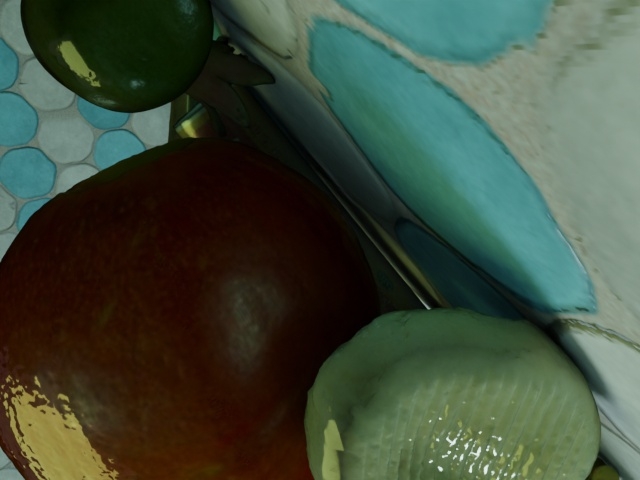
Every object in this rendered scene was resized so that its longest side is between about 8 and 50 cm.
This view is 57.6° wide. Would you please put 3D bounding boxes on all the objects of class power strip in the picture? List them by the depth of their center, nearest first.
[{"bbox_3d":[-0.166,-0.159,0.771,0.064,0.044,0.305,45,-162,-35],"label":"power strip"}]

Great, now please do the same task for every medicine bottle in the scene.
[{"bbox_3d":[0.000,0.000,0.707,0.426,0.108,0.108,49,176,-20],"label":"medicine bottle"}]

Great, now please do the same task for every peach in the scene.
[{"bbox_3d":[-0.113,0.098,0.541,0.289,0.373,0.373,0,138,51],"label":"peach"}]

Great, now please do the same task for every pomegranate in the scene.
[{"bbox_3d":[-0.130,-0.158,0.461,0.191,0.131,0.152,19,-175,-35],"label":"pomegranate"}]

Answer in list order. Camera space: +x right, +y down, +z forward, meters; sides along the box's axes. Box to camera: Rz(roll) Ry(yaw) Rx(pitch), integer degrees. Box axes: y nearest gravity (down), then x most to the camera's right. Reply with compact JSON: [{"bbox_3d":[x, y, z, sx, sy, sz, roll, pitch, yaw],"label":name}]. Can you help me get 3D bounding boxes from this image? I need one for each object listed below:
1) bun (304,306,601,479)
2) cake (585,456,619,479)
[{"bbox_3d":[0.089,0.128,0.438,0.222,0.222,0.127,48,-168,-24],"label":"bun"},{"bbox_3d":[0.148,0.278,0.626,0.285,0.223,0.227,19,169,-16],"label":"cake"}]
